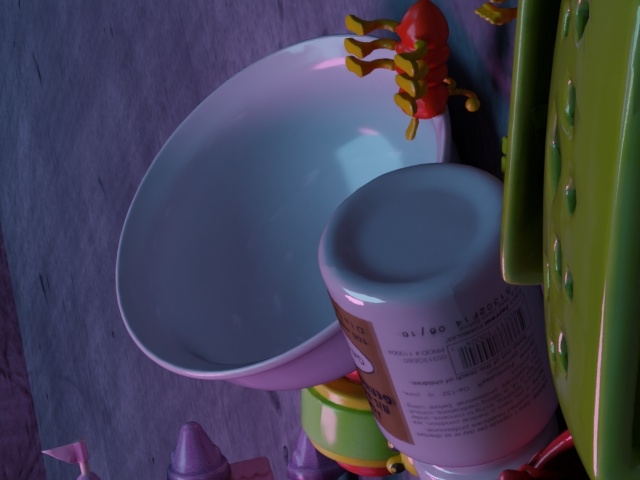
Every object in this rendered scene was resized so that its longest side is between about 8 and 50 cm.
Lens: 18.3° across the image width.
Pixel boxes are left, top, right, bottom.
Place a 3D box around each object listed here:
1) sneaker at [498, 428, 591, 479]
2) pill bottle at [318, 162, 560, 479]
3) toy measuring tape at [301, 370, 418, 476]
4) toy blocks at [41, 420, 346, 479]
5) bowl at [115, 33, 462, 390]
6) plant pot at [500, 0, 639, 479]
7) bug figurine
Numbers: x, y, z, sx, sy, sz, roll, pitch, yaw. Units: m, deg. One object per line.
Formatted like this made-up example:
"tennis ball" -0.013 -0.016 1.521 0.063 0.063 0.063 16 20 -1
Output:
"sneaker" 0.157 0.159 1.215 0.279 0.118 0.107 115 144 -58
"pill bottle" 0.088 0.073 1.296 0.131 0.131 0.229 -120 8 -50
"toy measuring tape" 0.020 0.099 1.615 0.330 0.121 0.121 -127 35 -57
"toy blocks" -0.068 0.270 1.660 0.309 0.288 0.260 -140 40 -68
"bowl" 0.000 0.000 1.503 0.134 0.298 0.298 42 -165 -42
"plant pot" 0.199 -0.043 0.871 0.207 0.227 0.228 -118 26 -62
"bug figurine" 0.117 -0.118 1.279 0.279 0.072 0.216 44 144 45
